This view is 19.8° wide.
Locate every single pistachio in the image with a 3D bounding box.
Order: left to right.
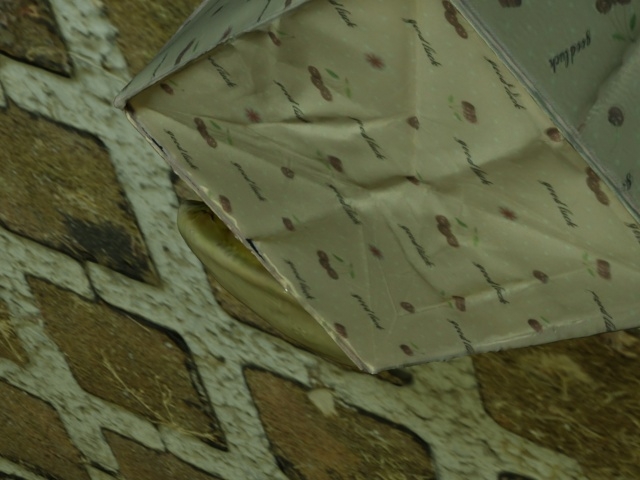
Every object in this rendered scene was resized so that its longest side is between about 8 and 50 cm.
[{"bbox_3d":[0.000,0.000,1.212,0.206,0.131,0.129,33,107,18],"label":"pistachio"}]

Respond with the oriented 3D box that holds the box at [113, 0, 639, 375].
[{"bbox_3d":[0.082,-0.081,0.916,0.225,0.190,0.297,47,150,-15],"label":"box"}]
